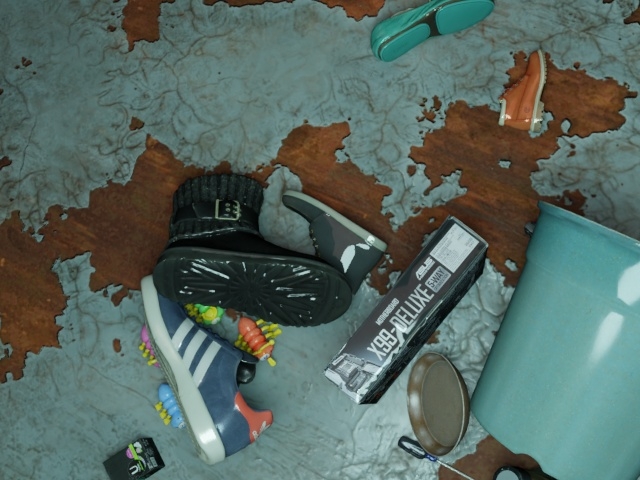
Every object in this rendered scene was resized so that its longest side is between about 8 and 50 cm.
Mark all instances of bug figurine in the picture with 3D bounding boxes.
[{"bbox_3d":[-0.220,0.202,1.261,0.279,0.072,0.216,-40,73,0],"label":"bug figurine"}]

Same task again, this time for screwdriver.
[{"bbox_3d":[0.209,0.374,1.164,0.169,0.024,0.025,22,111,13],"label":"screwdriver"}]

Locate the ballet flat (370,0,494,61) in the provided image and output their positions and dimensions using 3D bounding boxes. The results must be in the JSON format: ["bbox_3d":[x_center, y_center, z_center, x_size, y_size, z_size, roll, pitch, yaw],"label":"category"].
[{"bbox_3d":[0.205,-0.428,1.322,0.247,0.083,0.087,-24,60,3],"label":"ballet flat"}]

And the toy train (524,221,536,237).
[{"bbox_3d":[0.414,0.028,1.196,0.027,0.036,0.158,-44,72,1],"label":"toy train"}]

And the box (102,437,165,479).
[{"bbox_3d":[-0.336,0.404,1.248,0.083,0.052,0.062,-33,72,3],"label":"box"}]

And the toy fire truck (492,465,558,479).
[{"bbox_3d":[0.324,0.482,1.016,0.217,0.158,0.247,16,88,51],"label":"toy fire truck"}]

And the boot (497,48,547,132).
[{"bbox_3d":[0.370,-0.278,1.266,0.084,0.059,0.158,8,80,18],"label":"boot"}]

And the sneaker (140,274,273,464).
[{"bbox_3d":[-0.193,0.194,1.169,0.148,0.131,0.350,-21,64,-20],"label":"sneaker"}]

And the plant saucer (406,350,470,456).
[{"bbox_3d":[0.196,0.267,1.135,0.029,0.168,0.169,3,75,-23],"label":"plant saucer"}]

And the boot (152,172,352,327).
[{"bbox_3d":[-0.111,0.004,1.229,0.347,0.131,0.260,13,36,-6],"label":"boot"}]

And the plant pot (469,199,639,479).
[{"bbox_3d":[0.403,0.160,1.015,0.341,0.341,0.334,28,100,16],"label":"plant pot"}]

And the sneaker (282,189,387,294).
[{"bbox_3d":[0.000,0.000,1.260,0.222,0.083,0.118,32,90,19],"label":"sneaker"}]

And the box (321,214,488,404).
[{"bbox_3d":[0.146,0.125,1.120,0.076,0.242,0.307,39,88,16],"label":"box"}]
